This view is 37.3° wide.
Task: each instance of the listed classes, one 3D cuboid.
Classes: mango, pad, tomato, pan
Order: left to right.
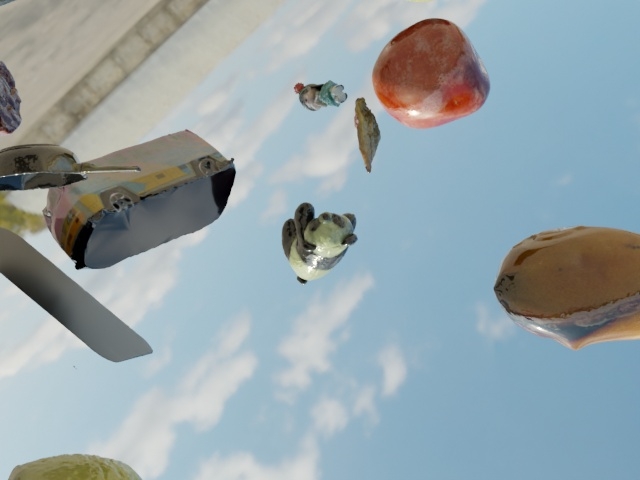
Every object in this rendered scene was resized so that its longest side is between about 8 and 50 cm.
[{"bbox_3d":[-0.471,0.109,1.684,0.063,0.375,0.315,-52,171,5],"label":"pad"},{"bbox_3d":[-0.327,-0.097,1.204,0.202,0.048,0.128,-5,179,-6],"label":"pan"},{"bbox_3d":[0.179,-0.251,1.502,0.187,0.187,0.151,-42,-133,4],"label":"tomato"},{"bbox_3d":[0.404,0.067,1.435,0.287,0.152,0.201,-7,-113,6],"label":"mango"}]

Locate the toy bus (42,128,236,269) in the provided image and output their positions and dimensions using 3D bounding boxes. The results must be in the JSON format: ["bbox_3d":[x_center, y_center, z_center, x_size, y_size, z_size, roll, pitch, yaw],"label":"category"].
[{"bbox_3d":[-0.359,-0.085,1.840,0.386,0.162,0.171,-27,149,-46],"label":"toy bus"}]

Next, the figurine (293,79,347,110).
[{"bbox_3d":[0.000,-0.263,1.704,0.106,0.060,0.047,2,-126,48],"label":"figurine"}]

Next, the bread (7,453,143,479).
[{"bbox_3d":[-0.407,0.496,1.529,0.320,0.237,0.320,-165,-90,-72],"label":"bread"}]

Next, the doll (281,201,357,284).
[{"bbox_3d":[0.001,0.001,2.098,0.234,0.144,0.135,130,-35,-57],"label":"doll"}]

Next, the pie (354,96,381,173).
[{"bbox_3d":[0.066,-0.161,1.374,0.034,0.092,0.170,-13,-163,11],"label":"pie"}]

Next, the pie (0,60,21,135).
[{"bbox_3d":[-0.584,-0.259,1.693,0.038,0.153,0.153,-16,-156,14],"label":"pie"}]

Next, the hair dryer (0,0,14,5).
[{"bbox_3d":[-0.353,-0.247,1.024,0.195,0.173,0.050,-21,170,-41],"label":"hair dryer"}]
